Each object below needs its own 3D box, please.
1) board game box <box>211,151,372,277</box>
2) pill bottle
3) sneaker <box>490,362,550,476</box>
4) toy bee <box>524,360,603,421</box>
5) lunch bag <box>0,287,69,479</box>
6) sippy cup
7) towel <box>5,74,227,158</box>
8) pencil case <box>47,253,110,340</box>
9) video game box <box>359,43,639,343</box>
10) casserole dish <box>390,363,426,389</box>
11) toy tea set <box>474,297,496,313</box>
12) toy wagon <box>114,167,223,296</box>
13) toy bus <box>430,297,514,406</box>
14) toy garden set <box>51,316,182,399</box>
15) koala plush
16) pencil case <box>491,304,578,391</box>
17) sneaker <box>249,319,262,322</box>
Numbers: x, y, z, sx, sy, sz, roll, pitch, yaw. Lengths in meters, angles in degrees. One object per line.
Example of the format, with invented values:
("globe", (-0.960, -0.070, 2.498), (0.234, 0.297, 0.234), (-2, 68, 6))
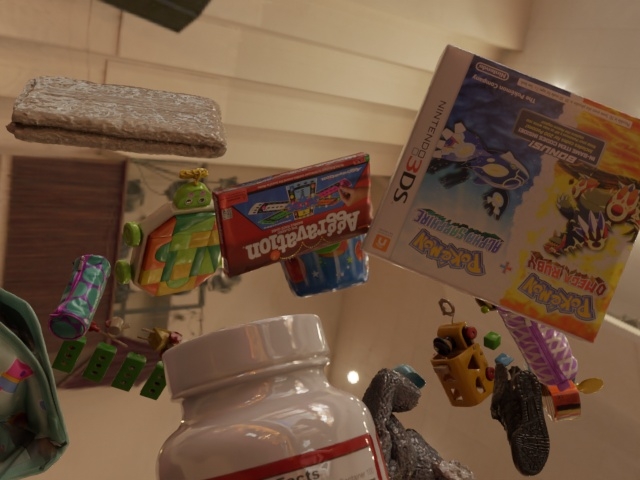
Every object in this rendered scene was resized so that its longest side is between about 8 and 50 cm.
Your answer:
("board game box", (-0.036, -0.045, 1.099), (0.027, 0.282, 0.144), (32, -47, 51))
("pill bottle", (-0.034, 0.291, 0.663), (0.229, 0.229, 0.407), (-30, -111, 46))
("sneaker", (0.273, 0.246, 0.932), (0.089, 0.051, 0.170), (116, -18, -60))
("toy bee", (0.516, 0.317, 1.461), (0.196, 0.298, 0.162), (-4, -68, 27))
("lunch bag", (-0.344, 0.087, 0.549), (0.224, 0.262, 0.160), (9, -119, 46))
("sippy cup", (0.000, 0.000, 1.401), (0.240, 0.306, 0.223), (-15, -95, 33))
("towel", (-0.275, -0.171, 0.934), (0.187, 0.283, 0.049), (-111, -150, -58))
("pencil case", (-0.400, 0.091, 1.108), (0.151, 0.065, 0.070), (-88, 164, -48))
("video game box", (0.161, -0.038, 0.557), (0.205, 0.048, 0.187), (22, -88, 2))
("casserole dish", (0.207, 0.371, 1.739), (0.114, 0.188, 0.037), (-33, -122, 8))
("toy tea set", (0.450, 0.006, 1.517), (0.336, 0.200, 0.124), (-46, -174, -6))
("toy wagon", (-0.320, -0.012, 1.536), (0.068, 0.267, 0.344), (52, -46, 32))
("toy bus", (0.293, 0.262, 1.445), (0.202, 0.104, 0.190), (35, -42, 32))
("toy garden set", (-0.436, 0.240, 1.470), (0.203, 0.244, 0.049), (-55, -159, 30))
("koala plush", (0.121, 0.365, 1.087), (0.196, 0.221, 0.203), (-38, -155, 35))
("pencil case", (0.379, 0.163, 1.163), (0.086, 0.206, 0.088), (-33, -156, 7))
("sneaker", (-0.082, 0.207, 1.353), (0.152, 0.054, 0.061), (20, -76, 11))
